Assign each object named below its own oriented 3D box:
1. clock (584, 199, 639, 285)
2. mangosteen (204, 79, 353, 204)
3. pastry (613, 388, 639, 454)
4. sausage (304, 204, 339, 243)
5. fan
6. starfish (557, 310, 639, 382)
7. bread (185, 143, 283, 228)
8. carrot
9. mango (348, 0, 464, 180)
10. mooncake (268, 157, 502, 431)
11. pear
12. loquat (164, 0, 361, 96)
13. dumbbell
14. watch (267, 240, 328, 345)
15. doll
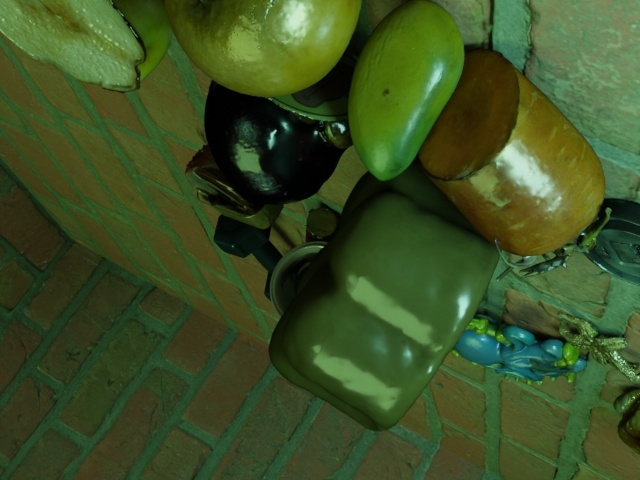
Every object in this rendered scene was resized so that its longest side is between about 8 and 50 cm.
[{"bbox_3d":[0.481,0.007,1.325,0.184,0.040,0.184,29,160,12],"label":"clock"},{"bbox_3d":[-0.050,-0.200,1.427,0.287,0.287,0.233,52,-178,-42],"label":"mangosteen"},{"bbox_3d":[0.714,0.401,1.804,0.229,0.100,0.218,37,161,-3],"label":"pastry"},{"bbox_3d":[0.000,0.000,2.043,0.083,0.083,0.264,31,163,9],"label":"sausage"},{"bbox_3d":[0.013,-0.225,1.277,0.335,0.229,0.011,34,130,8],"label":"fan"},{"bbox_3d":[0.537,0.206,1.695,0.209,0.053,0.150,41,155,-15],"label":"starfish"},{"bbox_3d":[-0.203,-0.121,1.973,0.224,0.142,0.212,19,159,40],"label":"bread"},{"bbox_3d":[0.280,-0.081,1.192,0.193,0.214,0.331,-29,122,36],"label":"carrot"},{"bbox_3d":[0.103,-0.205,1.168,0.137,0.237,0.091,36,-163,21],"label":"mango"},{"bbox_3d":[0.112,0.074,1.460,0.262,0.467,0.467,31,161,-1],"label":"mooncake"},{"bbox_3d":[-0.412,-0.443,1.460,0.386,0.191,0.340,32,152,-6],"label":"pear"},{"bbox_3d":[-0.073,-0.317,1.119,0.263,0.263,0.263,30,161,12],"label":"loquat"},{"bbox_3d":[-0.134,0.041,2.247,0.160,0.144,0.325,12,152,44],"label":"dumbbell"},{"bbox_3d":[-0.021,0.127,1.913,0.196,0.244,0.231,47,-161,-69],"label":"watch"},{"bbox_3d":[0.414,0.227,1.910,0.341,0.099,0.346,10,158,26],"label":"doll"}]
